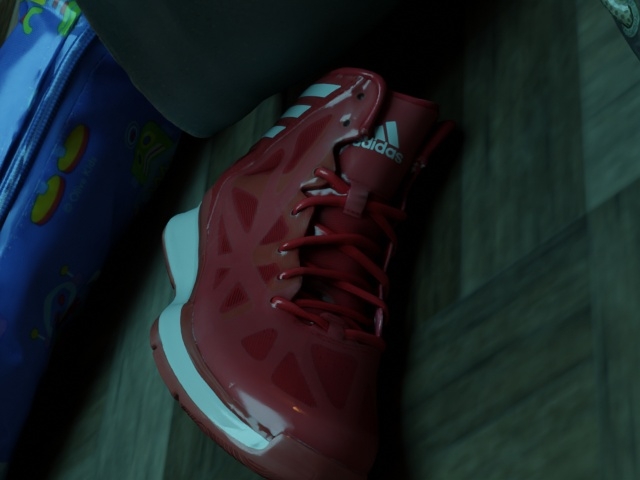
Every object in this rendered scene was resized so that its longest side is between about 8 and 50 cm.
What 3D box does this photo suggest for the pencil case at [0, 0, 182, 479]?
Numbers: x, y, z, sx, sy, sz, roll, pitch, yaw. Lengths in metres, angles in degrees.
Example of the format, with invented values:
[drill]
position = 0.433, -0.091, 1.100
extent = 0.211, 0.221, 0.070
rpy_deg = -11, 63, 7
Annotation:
[pencil case]
position = -0.165, 0.008, 0.941
extent = 0.306, 0.119, 0.133
rpy_deg = -64, 2, -9

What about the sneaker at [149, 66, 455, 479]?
[sneaker]
position = 0.000, 0.000, 0.701
extent = 0.128, 0.087, 0.221
rpy_deg = -53, 28, 15

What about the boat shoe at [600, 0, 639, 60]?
[boat shoe]
position = 0.106, -0.175, 0.629
extent = 0.355, 0.132, 0.130
rpy_deg = -97, 27, -50

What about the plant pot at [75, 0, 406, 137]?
[plant pot]
position = -0.021, -0.218, 0.792
extent = 0.196, 0.293, 0.293
rpy_deg = -23, 36, 10
